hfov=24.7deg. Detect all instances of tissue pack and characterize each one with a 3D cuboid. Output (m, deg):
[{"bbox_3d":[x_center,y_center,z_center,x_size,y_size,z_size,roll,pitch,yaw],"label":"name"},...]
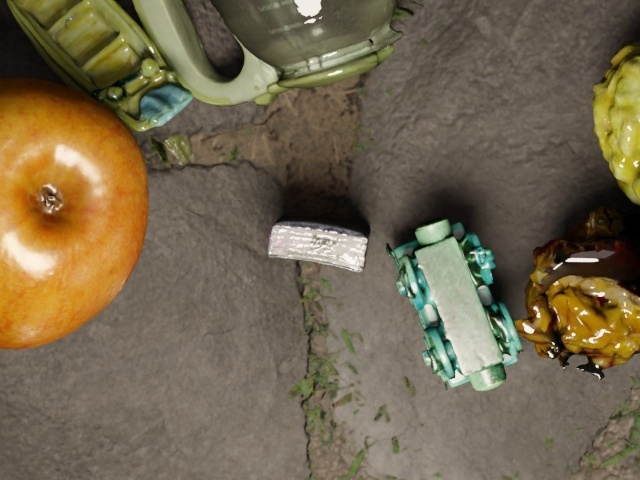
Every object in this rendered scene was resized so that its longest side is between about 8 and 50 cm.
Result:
[{"bbox_3d":[0.000,0.000,1.708,0.112,0.156,0.051,8,95,2],"label":"tissue pack"}]

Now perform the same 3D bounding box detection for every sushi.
[{"bbox_3d":[0.329,0.060,1.663,0.204,0.213,0.200,16,91,2],"label":"sushi"}]

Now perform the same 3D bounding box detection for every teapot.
[{"bbox_3d":[-0.052,-0.279,1.677,0.321,0.239,0.239,-18,100,-1],"label":"teapot"}]

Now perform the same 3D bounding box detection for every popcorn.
[{"bbox_3d":[0.427,-0.131,1.664,0.256,0.195,0.255,37,70,28],"label":"popcorn"}]

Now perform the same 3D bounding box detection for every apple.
[{"bbox_3d":[-0.334,-0.034,1.650,0.299,0.275,0.299,8,72,-26],"label":"apple"}]

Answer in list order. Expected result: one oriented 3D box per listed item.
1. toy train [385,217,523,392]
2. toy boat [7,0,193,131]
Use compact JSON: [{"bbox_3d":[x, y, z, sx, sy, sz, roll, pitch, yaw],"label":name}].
[{"bbox_3d":[0.156,0.074,1.697,0.112,0.163,0.203,-20,90,2],"label":"toy train"},{"bbox_3d":[-0.267,-0.229,1.741,0.111,0.084,0.276,-42,78,-15],"label":"toy boat"}]
